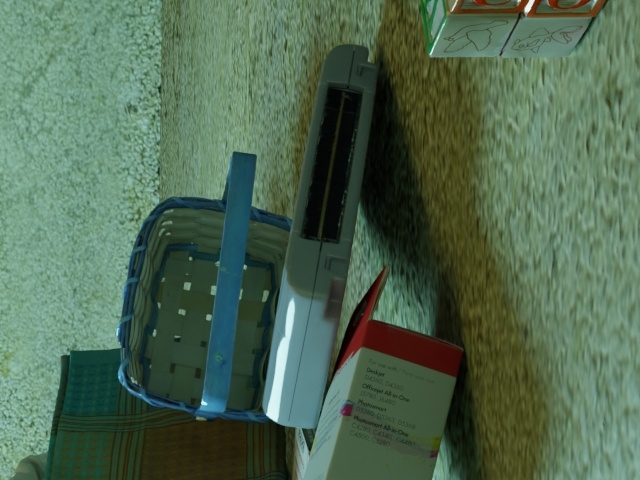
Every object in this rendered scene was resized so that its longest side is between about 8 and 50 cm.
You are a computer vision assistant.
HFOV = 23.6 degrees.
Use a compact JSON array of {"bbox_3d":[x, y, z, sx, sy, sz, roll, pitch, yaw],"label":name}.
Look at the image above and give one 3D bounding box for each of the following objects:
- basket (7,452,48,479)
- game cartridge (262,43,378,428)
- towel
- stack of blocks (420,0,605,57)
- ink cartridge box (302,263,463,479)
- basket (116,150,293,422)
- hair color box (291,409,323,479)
[{"bbox_3d":[-0.216,0.418,1.756,0.331,0.328,0.266,-63,-28,-74],"label":"basket"},{"bbox_3d":[0.000,0.000,1.287,0.196,0.060,0.294,95,-177,-46],"label":"game cartridge"},{"bbox_3d":[-0.172,0.216,1.707,0.370,0.271,0.040,-96,-3,-60],"label":"towel"},{"bbox_3d":[0.093,-0.255,0.894,0.171,0.087,0.297,112,154,-63],"label":"stack of blocks"},{"bbox_3d":[0.040,0.148,1.139,0.134,0.078,0.231,120,168,-68],"label":"ink cartridge box"},{"bbox_3d":[-0.103,0.062,1.580,0.289,0.201,0.255,107,172,-76],"label":"basket"},{"bbox_3d":[-0.003,0.249,1.546,0.072,0.043,0.141,-111,21,-59],"label":"hair color box"}]
